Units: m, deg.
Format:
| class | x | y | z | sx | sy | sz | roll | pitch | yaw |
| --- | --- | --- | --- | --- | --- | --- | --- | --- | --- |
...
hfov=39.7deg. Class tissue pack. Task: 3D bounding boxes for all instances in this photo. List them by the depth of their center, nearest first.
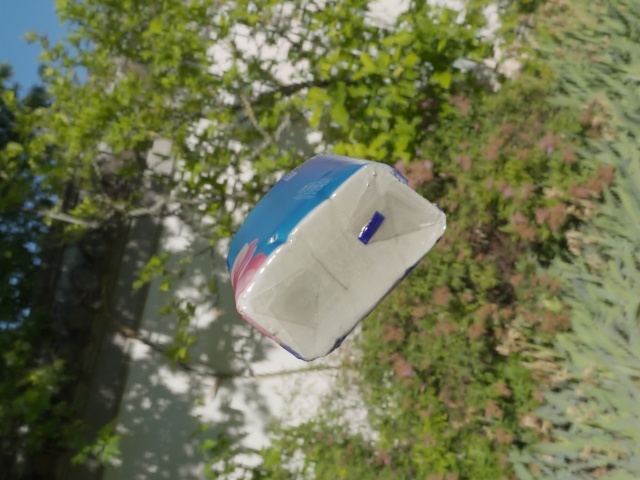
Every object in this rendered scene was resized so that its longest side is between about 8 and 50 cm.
| class | x | y | z | sx | sy | sz | roll | pitch | yaw |
| --- | --- | --- | --- | --- | --- | --- | --- | --- | --- |
| tissue pack | 0.000 | 0.000 | 0.965 | 0.209 | 0.137 | 0.269 | -44 | 10 | 0 |
